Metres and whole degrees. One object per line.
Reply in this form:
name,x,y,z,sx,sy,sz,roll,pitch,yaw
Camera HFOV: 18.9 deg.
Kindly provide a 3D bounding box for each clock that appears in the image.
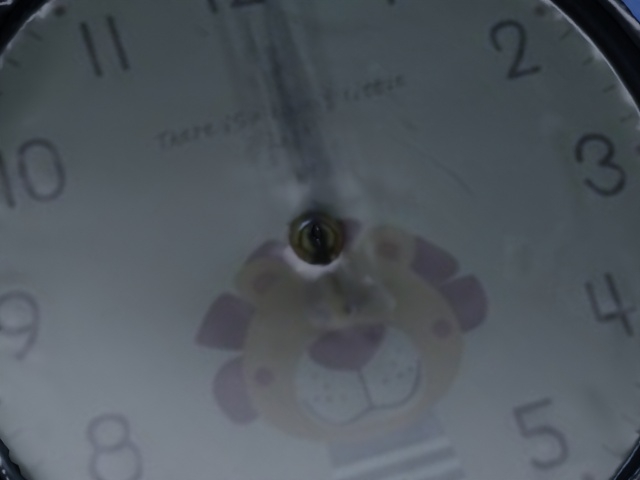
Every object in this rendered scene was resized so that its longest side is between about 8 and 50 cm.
clock,0.000,0.001,0.716,0.312,0.061,0.313,2,70,-6
